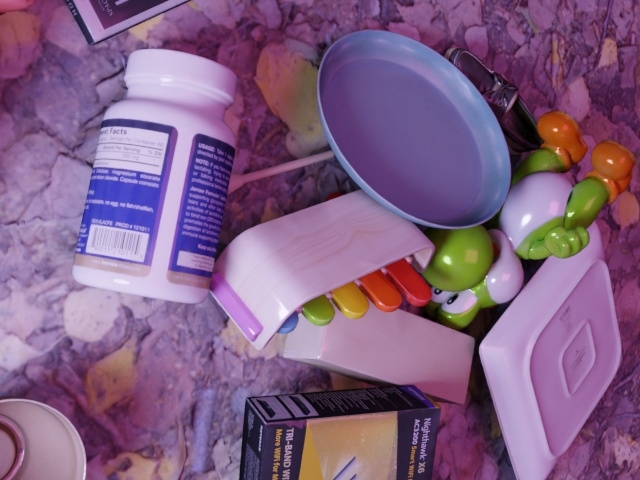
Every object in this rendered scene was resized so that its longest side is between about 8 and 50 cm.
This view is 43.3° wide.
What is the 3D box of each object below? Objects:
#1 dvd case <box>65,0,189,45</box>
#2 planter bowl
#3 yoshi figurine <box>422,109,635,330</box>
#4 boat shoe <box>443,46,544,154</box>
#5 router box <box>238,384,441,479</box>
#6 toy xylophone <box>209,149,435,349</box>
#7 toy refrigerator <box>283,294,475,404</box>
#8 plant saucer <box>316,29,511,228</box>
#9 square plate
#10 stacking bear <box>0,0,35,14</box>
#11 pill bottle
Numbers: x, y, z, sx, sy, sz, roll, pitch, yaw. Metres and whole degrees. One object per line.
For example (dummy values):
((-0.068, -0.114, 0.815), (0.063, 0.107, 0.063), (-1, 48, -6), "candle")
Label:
((-0.211, -0.359, 0.949), (0.239, 0.030, 0.179), (-35, 110, -28), "dvd case")
((-0.340, 0.236, 0.838), (0.162, 0.109, 0.162), (-1, 92, -36), "planter bowl")
((0.276, -0.030, 1.179), (0.203, 0.203, 0.362), (44, 86, -6), "yoshi figurine")
((0.276, -0.218, 1.251), (0.223, 0.073, 0.080), (44, 66, -29), "boat shoe")
((0.016, 0.350, 1.044), (0.243, 0.081, 0.308), (-1, 104, -24), "router box")
((0.000, 0.000, 1.022), (0.323, 0.081, 0.236), (-12, 55, -35), "toy xylophone")
((0.086, 0.150, 1.133), (0.270, 0.094, 0.102), (22, 73, -33), "toy refrigerator")
((0.125, -0.149, 1.106), (0.318, 0.044, 0.317), (17, 55, -26), "plant saucer")
((0.397, 0.187, 1.308), (0.347, 0.049, 0.344), (-43, 128, -30), "square plate")
((-0.397, -0.126, 0.766), (0.164, 0.175, 0.289), (14, 92, -35), "stacking bear")
((-0.179, -0.070, 0.908), (0.153, 0.153, 0.264), (14, 85, -33), "pill bottle")
